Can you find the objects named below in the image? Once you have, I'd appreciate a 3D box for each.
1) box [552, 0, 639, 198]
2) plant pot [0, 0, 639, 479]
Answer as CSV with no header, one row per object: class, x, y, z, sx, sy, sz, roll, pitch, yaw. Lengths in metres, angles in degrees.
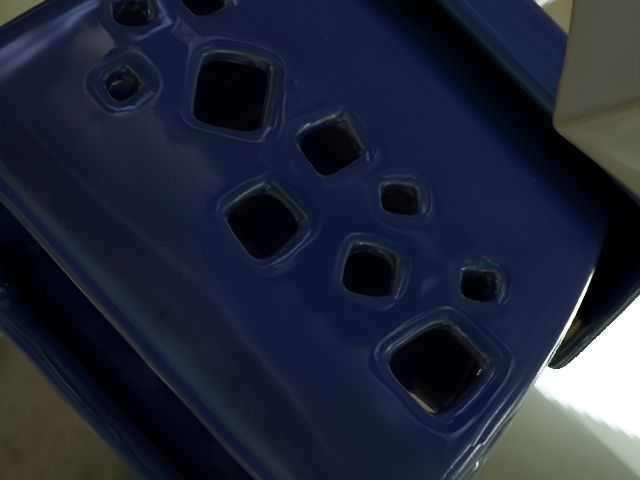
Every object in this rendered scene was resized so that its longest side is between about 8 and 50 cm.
box,0.159,-0.081,0.486,0.170,0.130,0.091,-13,-35,41
plant pot,0.000,0.000,0.757,0.236,0.212,0.236,47,-17,9
